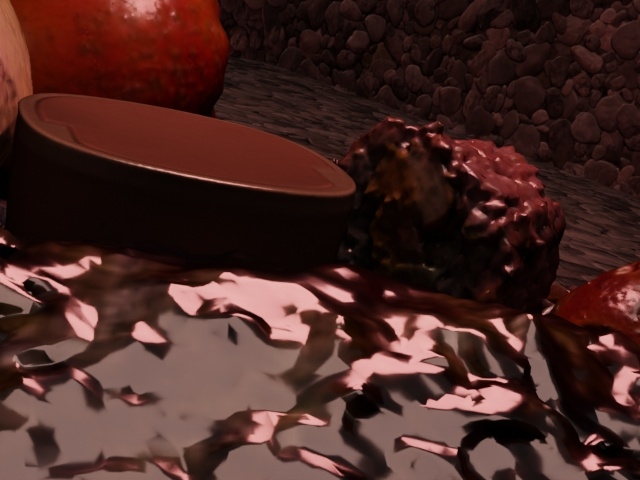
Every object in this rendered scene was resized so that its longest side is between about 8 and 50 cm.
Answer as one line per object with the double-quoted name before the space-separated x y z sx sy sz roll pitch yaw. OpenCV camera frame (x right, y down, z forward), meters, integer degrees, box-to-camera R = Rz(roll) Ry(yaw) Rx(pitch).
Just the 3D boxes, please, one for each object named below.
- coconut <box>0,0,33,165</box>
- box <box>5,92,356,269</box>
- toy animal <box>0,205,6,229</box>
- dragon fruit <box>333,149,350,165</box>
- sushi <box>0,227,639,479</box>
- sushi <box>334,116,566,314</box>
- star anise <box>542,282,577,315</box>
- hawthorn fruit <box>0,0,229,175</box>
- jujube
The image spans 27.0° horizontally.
"coconut" -0.440 -0.132 1.164 0.405 0.404 0.404 14 12 -3
"box" -0.130 0.015 1.111 0.301 0.216 0.301 12 11 -2
"toy animal" -0.303 -0.008 1.369 0.220 0.062 0.108 22 10 -19
"dragon fruit" 0.000 0.000 1.458 0.262 0.163 0.189 -36 62 -28
"sushi" -0.026 0.149 0.494 0.294 0.281 0.299 7 20 -7
"sushi" 0.093 0.024 1.208 0.237 0.270 0.171 31 19 31
"star anise" 0.335 0.103 1.580 0.197 0.073 0.212 11 15 2
"hawthorn fruit" -0.319 -0.235 1.714 0.403 0.402 0.403 14 12 -3
"jujube" 0.314 0.119 1.220 0.197 0.197 0.290 24 3 37
